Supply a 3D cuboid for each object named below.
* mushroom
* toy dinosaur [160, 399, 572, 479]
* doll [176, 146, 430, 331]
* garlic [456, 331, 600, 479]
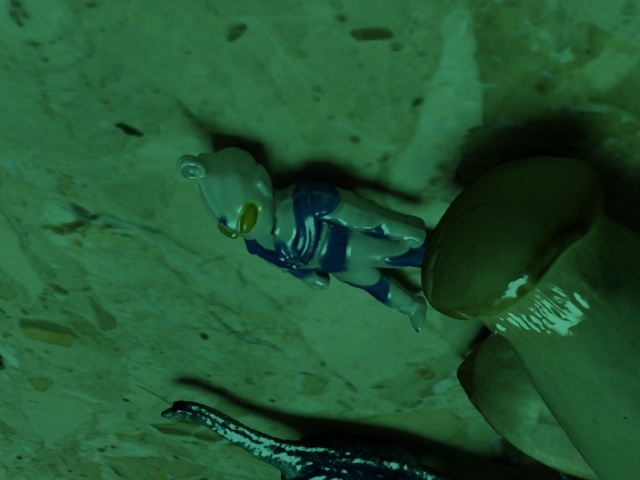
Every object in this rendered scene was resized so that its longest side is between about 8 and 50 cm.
[{"bbox_3d":[0.229,0.118,0.702,0.407,0.154,0.137,39,147,-10],"label":"mushroom"},{"bbox_3d":[0.034,0.215,1.065,0.363,0.076,0.147,12,144,0],"label":"toy dinosaur"},{"bbox_3d":[0.000,0.000,0.767,0.227,0.057,0.114,26,147,-27],"label":"doll"},{"bbox_3d":[0.191,0.098,0.832,0.206,0.128,0.115,9,124,15],"label":"garlic"}]
